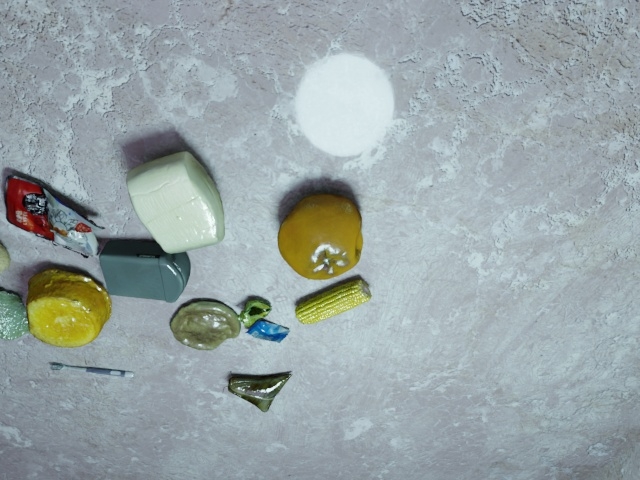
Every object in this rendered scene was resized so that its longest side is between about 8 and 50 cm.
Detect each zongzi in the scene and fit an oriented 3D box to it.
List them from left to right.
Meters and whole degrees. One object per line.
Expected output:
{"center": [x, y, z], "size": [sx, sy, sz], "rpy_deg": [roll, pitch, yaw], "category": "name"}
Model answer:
{"center": [-0.223, 0.499, 1.811], "size": [0.187, 0.084, 0.184], "rpy_deg": [32, 108, -17], "category": "zongzi"}

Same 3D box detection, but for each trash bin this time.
{"center": [-0.497, 0.087, 1.474], "size": [0.236, 0.101, 0.177], "rpy_deg": [5, 130, 0], "category": "trash bin"}

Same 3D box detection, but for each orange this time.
{"center": [0.000, 0.000, 1.345], "size": [0.248, 0.183, 0.249], "rpy_deg": [-1, 128, -1], "category": "orange"}

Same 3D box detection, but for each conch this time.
{"center": [-0.207, 0.223, 1.589], "size": [0.121, 0.074, 0.089], "rpy_deg": [-14, 153, -17], "category": "conch"}

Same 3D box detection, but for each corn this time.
{"center": [0.034, 0.192, 1.558], "size": [0.248, 0.081, 0.081], "rpy_deg": [-25, 124, 19], "category": "corn"}

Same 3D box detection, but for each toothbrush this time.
{"center": [-0.810, 0.463, 1.812], "size": [0.287, 0.026, 0.024], "rpy_deg": [9, 86, -8], "category": "toothbrush"}

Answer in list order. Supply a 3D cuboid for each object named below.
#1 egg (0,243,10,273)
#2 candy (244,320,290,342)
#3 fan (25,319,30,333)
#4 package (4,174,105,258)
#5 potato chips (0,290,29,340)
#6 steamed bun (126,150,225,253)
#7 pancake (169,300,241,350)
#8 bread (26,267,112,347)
{"center": [-0.946, 0.054, 1.439], "size": [0.140, 0.116, 0.118], "rpy_deg": [5, 138, 29], "category": "egg"}
{"center": [-0.169, 0.302, 1.675], "size": [0.136, 0.038, 0.088], "rpy_deg": [23, 129, -28], "category": "candy"}
{"center": [-1.038, 0.262, 1.670], "size": [0.240, 0.009, 0.131], "rpy_deg": [20, 128, -15], "category": "fan"}
{"center": [-0.721, -0.057, 1.387], "size": [0.269, 0.071, 0.194], "rpy_deg": [28, 122, -4], "category": "package"}
{"center": [-1.007, 0.216, 1.599], "size": [0.167, 0.059, 0.228], "rpy_deg": [-43, 116, 7], "category": "potato chips"}
{"center": [-0.350, -0.099, 1.289], "size": [0.199, 0.155, 0.250], "rpy_deg": [-17, 119, 10], "category": "steamed bun"}
{"center": [-0.375, 0.283, 1.658], "size": [0.236, 0.042, 0.223], "rpy_deg": [-15, 130, 14], "category": "pancake"}
{"center": [-0.760, 0.208, 1.540], "size": [0.268, 0.146, 0.269], "rpy_deg": [-2, 129, -3], "category": "bread"}
